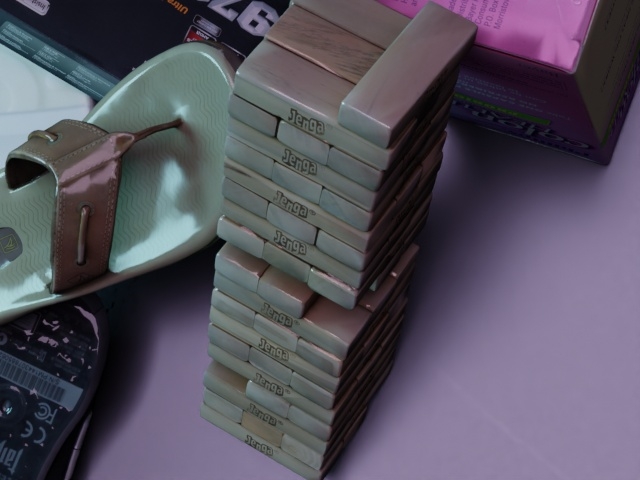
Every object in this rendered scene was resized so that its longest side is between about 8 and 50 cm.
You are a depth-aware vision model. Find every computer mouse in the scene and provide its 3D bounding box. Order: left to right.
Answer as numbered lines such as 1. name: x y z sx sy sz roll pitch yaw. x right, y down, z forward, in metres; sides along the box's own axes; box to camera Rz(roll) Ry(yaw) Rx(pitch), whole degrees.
1. computer mouse: -0.238 0.126 1.192 0.184 0.060 0.262 19 95 11

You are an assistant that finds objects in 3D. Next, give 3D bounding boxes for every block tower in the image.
1. block tower: 0.000 0.000 1.040 0.097 0.335 0.091 28 54 12

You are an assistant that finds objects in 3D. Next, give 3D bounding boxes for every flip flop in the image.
1. flip flop: -0.150 -0.022 1.077 0.277 0.080 0.112 -24 83 24

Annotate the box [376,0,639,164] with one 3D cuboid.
1. box: 0.135 -0.180 1.070 0.117 0.243 0.213 18 86 16

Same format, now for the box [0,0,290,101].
1. box: -0.109 -0.172 1.140 0.220 0.051 0.175 31 69 -18

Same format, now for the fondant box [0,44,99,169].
1. fondant box: -0.257 -0.182 1.218 0.238 0.096 0.330 -6 80 9
